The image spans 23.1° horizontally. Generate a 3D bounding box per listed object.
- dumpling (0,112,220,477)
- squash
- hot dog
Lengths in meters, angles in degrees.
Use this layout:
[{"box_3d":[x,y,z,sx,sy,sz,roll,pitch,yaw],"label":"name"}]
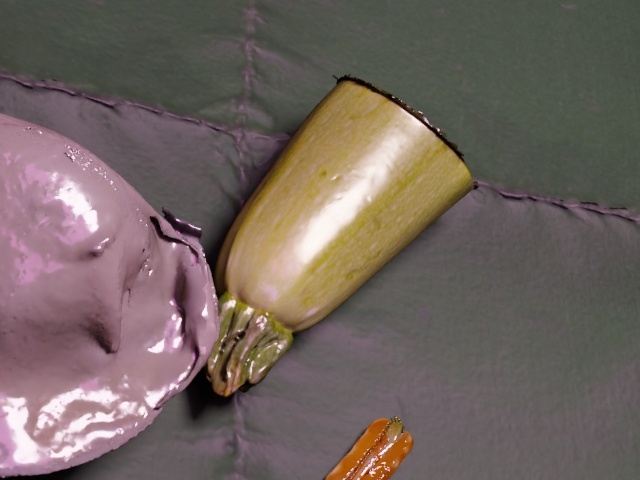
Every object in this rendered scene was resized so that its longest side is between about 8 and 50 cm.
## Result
[{"box_3d":[-0.209,0.026,0.975,0.293,0.163,0.204,24,86,-12],"label":"dumpling"},{"box_3d":[-0.006,-0.014,1.102,0.137,0.137,0.287,43,53,4],"label":"squash"},{"box_3d":[0.033,0.154,1.078,0.037,0.021,0.083,32,51,22],"label":"hot dog"}]
